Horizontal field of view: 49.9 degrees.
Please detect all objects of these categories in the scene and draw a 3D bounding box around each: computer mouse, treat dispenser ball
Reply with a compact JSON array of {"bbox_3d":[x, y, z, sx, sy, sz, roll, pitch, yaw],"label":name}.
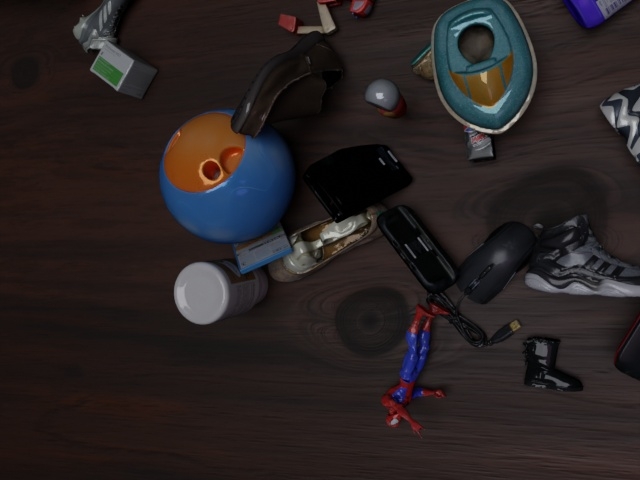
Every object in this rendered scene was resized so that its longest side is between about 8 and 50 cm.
[{"bbox_3d":[0.354,0.099,1.395,0.262,0.060,0.184,-44,77,16],"label":"computer mouse"},{"bbox_3d":[-0.197,-0.136,1.469,0.288,0.288,0.288,1,92,20],"label":"treat dispenser ball"}]

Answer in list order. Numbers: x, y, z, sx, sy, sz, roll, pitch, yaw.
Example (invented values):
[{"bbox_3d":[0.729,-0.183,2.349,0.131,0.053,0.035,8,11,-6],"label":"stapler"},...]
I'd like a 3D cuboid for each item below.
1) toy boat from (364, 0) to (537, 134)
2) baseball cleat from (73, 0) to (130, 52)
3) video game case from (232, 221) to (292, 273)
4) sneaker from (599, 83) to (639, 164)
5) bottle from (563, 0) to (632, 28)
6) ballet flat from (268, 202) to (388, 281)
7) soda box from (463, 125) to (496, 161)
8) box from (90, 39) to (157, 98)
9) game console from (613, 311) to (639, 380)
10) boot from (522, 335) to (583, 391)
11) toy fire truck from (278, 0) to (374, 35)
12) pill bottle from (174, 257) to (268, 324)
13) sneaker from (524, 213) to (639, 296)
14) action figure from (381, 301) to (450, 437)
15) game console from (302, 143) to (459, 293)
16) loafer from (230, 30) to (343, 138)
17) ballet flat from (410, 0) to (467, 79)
[{"bbox_3d":[0.246,-0.310,1.312,0.318,0.148,0.267,-19,82,19],"label":"toy boat"},{"bbox_3d":[-0.514,-0.541,1.700,0.206,0.072,0.109,-30,95,23],"label":"baseball cleat"},{"bbox_3d":[-0.134,0.003,1.514,0.119,0.166,0.015,-24,123,-2],"label":"video game case"},{"bbox_3d":[0.643,-0.200,1.261,0.153,0.094,0.235,-36,69,26],"label":"sneaker"},{"bbox_3d":[0.582,-0.520,1.265,0.283,0.092,0.118,-37,117,18],"label":"bottle"},{"bbox_3d":[0.000,0.000,1.497,0.316,0.106,0.107,-30,81,19],"label":"ballet flat"},{"bbox_3d":[0.319,-0.245,1.397,0.053,0.060,0.168,-7,89,21],"label":"soda box"},{"bbox_3d":[-0.473,-0.411,1.661,0.101,0.102,0.087,37,102,16],"label":"box"},{"bbox_3d":[0.765,0.161,1.200,0.387,0.060,0.342,26,100,3],"label":"game console"},{"bbox_3d":[0.462,0.245,1.370,0.121,0.045,0.099,5,91,21],"label":"boot"},{"bbox_3d":[0.015,-0.504,1.508,0.192,0.047,0.135,21,99,18],"label":"toy fire truck"},{"bbox_3d":[-0.207,0.105,1.511,0.131,0.229,0.131,1,92,21],"label":"pill bottle"},{"bbox_3d":[0.529,0.027,1.306,0.269,0.101,0.153,2,92,20],"label":"sneaker"},{"bbox_3d":[0.214,0.283,1.415,0.139,0.091,0.280,33,112,37],"label":"action figure"},{"bbox_3d":[0.140,-0.042,1.399,0.361,0.213,0.044,54,145,12],"label":"game console"},{"bbox_3d":[-0.049,-0.310,1.399,0.130,0.366,0.134,39,139,-3],"label":"loafer"},{"bbox_3d":[0.275,-0.414,1.415,0.067,0.073,0.206,40,109,-13],"label":"ballet flat"}]
